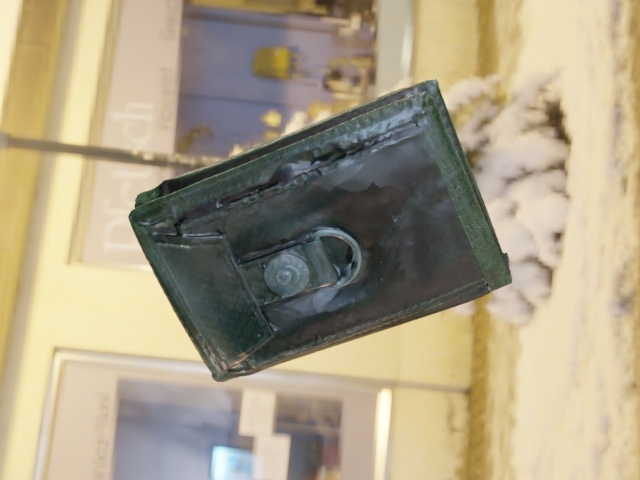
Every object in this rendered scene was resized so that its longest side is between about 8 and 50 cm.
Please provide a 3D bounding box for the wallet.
[{"bbox_3d":[0.000,0.001,0.872,0.055,0.236,0.160,-70,-42,-66],"label":"wallet"}]
